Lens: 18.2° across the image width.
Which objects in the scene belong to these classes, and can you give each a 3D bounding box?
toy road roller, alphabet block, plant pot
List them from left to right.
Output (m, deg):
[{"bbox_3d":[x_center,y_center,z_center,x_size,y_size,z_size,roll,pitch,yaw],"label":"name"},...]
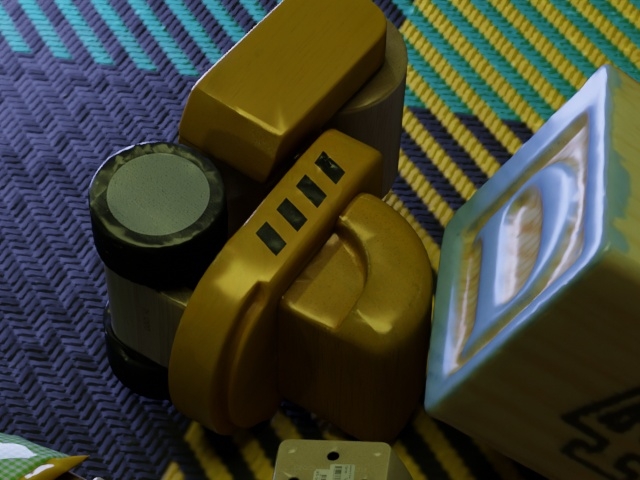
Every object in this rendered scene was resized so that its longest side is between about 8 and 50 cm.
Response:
[{"bbox_3d":[0.000,0.000,1.439,0.240,0.202,0.329,28,57,18],"label":"toy road roller"},{"bbox_3d":[0.009,0.188,1.295,0.109,0.096,0.109,0,42,10],"label":"plant pot"},{"bbox_3d":[0.205,0.043,1.300,0.197,0.193,0.192,29,42,-18],"label":"alphabet block"}]

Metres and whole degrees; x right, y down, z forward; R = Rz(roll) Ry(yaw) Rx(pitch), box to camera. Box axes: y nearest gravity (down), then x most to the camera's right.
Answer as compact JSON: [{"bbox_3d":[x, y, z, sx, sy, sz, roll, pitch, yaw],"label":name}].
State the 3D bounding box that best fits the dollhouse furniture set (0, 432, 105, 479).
[{"bbox_3d":[-0.304,0.185,1.306,0.197,0.151,0.301,21,49,29],"label":"dollhouse furniture set"}]
